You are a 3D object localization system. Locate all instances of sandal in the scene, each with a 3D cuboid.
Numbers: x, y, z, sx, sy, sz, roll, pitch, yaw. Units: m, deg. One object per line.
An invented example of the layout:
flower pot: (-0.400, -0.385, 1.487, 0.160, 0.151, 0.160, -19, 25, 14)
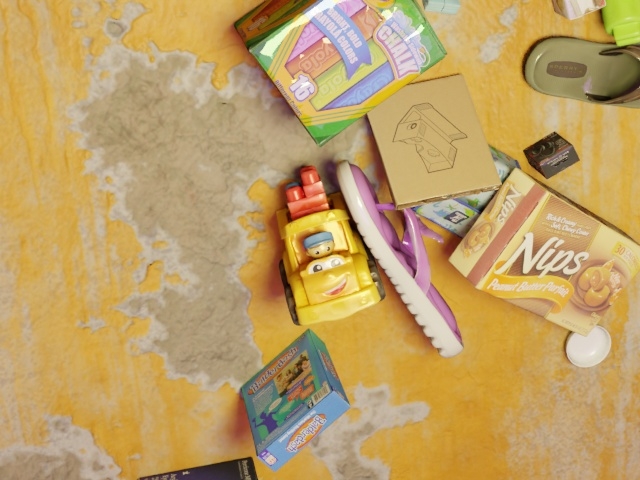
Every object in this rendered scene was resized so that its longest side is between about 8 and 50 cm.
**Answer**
sandal: (0.469, -0.258, 1.634, 0.303, 0.086, 0.120, -3, 113, -11)
sandal: (0.145, 0.015, 1.644, 0.102, 0.169, 0.416, -29, 127, 7)

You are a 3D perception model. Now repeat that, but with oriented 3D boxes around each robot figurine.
robot figurine: (0.463, -0.358, 1.588, 0.067, 0.101, 0.115, -10, 76, 23)

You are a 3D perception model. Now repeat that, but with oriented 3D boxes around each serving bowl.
serving bowl: (0.471, 0.182, 1.848, 0.083, 0.027, 0.083, -4, 113, -10)

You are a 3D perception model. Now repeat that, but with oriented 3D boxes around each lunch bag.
lunch bag: (0.234, -0.079, 1.662, 0.129, 0.096, 0.151, 27, 117, -23)

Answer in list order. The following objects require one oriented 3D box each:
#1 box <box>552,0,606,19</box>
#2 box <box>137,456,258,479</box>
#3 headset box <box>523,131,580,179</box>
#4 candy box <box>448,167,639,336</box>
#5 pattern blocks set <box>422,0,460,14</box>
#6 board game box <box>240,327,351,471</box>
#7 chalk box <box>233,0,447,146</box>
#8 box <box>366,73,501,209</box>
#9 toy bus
box: (0.344, -0.487, 1.528, 0.063, 0.067, 0.324, -23, 115, -2)
box: (-0.198, 0.466, 1.761, 0.207, 0.153, 0.108, -10, 113, -9)
headset box: (0.371, -0.135, 1.667, 0.062, 0.083, 0.032, -31, 115, 3)
candy box: (0.375, 0.027, 1.680, 0.316, 0.087, 0.183, 24, 106, -40)
pattern blocks set: (0.074, -0.429, 1.383, 0.285, 0.325, 0.026, 11, 144, -14)
board game box: (-0.044, 0.251, 1.672, 0.160, 0.210, 0.047, -41, 115, 8)
chalk box: (0.050, -0.305, 1.482, 0.289, 0.180, 0.179, -36, 115, 3)
box: (0.165, -0.150, 1.576, 0.164, 0.201, 0.021, -12, 156, -6)
toy bus: (0.000, 0.000, 1.580, 0.149, 0.220, 0.211, -15, 108, 0)
